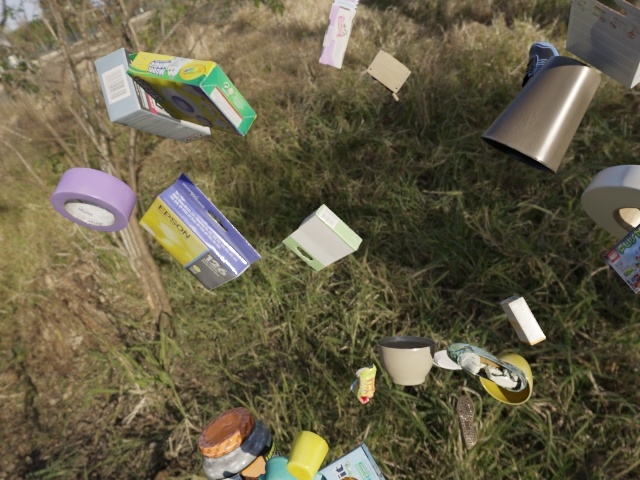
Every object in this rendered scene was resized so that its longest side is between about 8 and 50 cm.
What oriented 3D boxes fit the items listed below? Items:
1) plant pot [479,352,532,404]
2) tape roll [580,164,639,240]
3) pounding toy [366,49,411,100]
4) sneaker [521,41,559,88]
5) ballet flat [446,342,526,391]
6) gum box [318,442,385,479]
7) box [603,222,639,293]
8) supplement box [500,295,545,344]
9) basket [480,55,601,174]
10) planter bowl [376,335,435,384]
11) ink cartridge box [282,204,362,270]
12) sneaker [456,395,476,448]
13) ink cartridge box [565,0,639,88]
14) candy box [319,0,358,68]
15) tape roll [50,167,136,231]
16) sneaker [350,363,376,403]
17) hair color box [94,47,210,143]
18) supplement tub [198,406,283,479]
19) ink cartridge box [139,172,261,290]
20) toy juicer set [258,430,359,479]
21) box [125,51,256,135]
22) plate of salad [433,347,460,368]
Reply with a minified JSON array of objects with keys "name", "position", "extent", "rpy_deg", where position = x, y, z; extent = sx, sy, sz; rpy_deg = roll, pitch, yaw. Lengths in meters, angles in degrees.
[{"name":"plant pot","position":[0.523,0.365,1.124],"extent":[0.134,0.134,0.095],"rpy_deg":[9,25,42]},{"name":"tape roll","position":[0.899,-0.056,1.069],"extent":[0.072,0.392,0.392],"rpy_deg":[-55,34,-1]},{"name":"pounding toy","position":[0.212,-0.503,1.256],"extent":[0.100,0.130,0.141],"rpy_deg":[-53,5,27]},{"name":"sneaker","position":[0.610,-0.466,1.141],"extent":[0.091,0.081,0.232],"rpy_deg":[0,65,-6]},{"name":"ballet flat","position":[0.392,0.301,0.968],"extent":[0.189,0.070,0.070],"rpy_deg":[17,43,20]},{"name":"gum box","position":[0.089,0.699,1.160],"extent":[0.184,0.041,0.156],"rpy_deg":[-38,70,12]},{"name":"box","position":[0.726,0.007,0.869],"extent":[0.036,0.206,0.114],"rpy_deg":[5,43,-19]},{"name":"supplement box","position":[0.447,0.176,0.904],"extent":[0.036,0.098,0.062],"rpy_deg":[-27,-7,3]},{"name":"basket","position":[0.538,-0.306,0.984],"extent":[0.204,0.226,0.154],"rpy_deg":[40,18,35]},{"name":"planter bowl","position":[0.242,0.338,1.142],"extent":[0.162,0.109,0.162],"rpy_deg":[-3,-1,0]},{"name":"ink cartridge box","position":[0.000,0.000,1.337],"extent":[0.235,0.171,0.056],"rpy_deg":[-33,19,53]},{"name":"sneaker","position":[0.539,0.679,1.524],"extent":[0.067,0.071,0.188],"rpy_deg":[7,42,8]},{"name":"ink cartridge box","position":[0.624,-0.450,0.867],"extent":[0.066,0.232,0.189],"rpy_deg":[-39,62,7]},{"name":"candy box","position":[0.058,-0.635,1.218],"extent":[0.070,0.164,0.196],"rpy_deg":[15,43,-4]},{"name":"tape roll","position":[-0.606,-0.105,1.097],"extent":[0.189,0.189,0.080],"rpy_deg":[-8,57,22]},{"name":"sneaker","position":[0.185,0.566,1.608],"extent":[0.082,0.208,0.094],"rpy_deg":[-11,45,-24]},{"name":"hair color box","position":[-0.523,-0.449,1.326],"extent":[0.114,0.185,0.374],"rpy_deg":[-16,-1,16]},{"name":"supplement tub","position":[-0.194,0.635,1.117],"extent":[0.194,0.315,0.193],"rpy_deg":[-23,10,4]},{"name":"ink cartridge box","position":[-0.354,-0.003,1.164],"extent":[0.307,0.303,0.072],"rpy_deg":[-26,19,53]},{"name":"toy juicer set","position":[-0.026,0.515,0.832],"extent":[0.329,0.209,0.089],"rpy_deg":[-55,1,35]},{"name":"box","position":[-0.189,-0.208,0.573],"extent":[0.179,0.105,0.043],"rpy_deg":[23,78,30]},{"name":"plate of salad","position":[0.570,0.498,1.733],"extent":[0.200,0.199,0.048],"rpy_deg":[-9,48,20]}]
